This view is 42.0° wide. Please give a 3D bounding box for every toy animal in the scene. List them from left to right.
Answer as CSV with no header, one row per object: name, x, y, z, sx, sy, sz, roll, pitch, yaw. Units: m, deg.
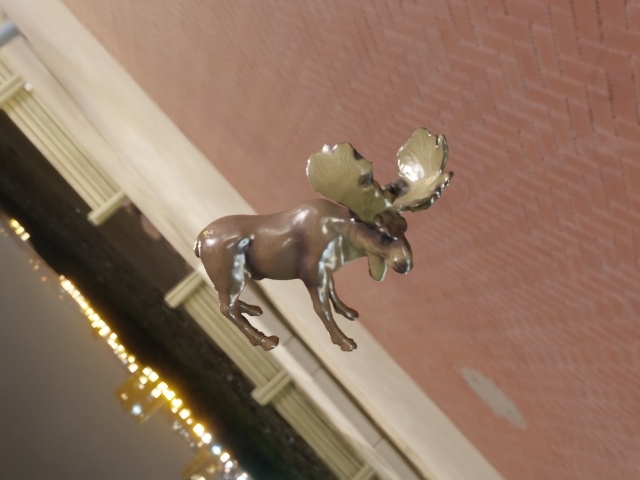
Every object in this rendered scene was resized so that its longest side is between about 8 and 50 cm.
toy animal,0.000,0.000,0.665,0.093,0.214,0.186,-72,-22,-63
